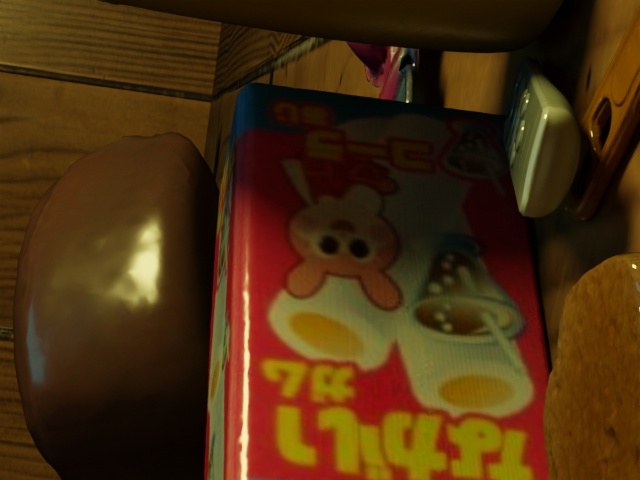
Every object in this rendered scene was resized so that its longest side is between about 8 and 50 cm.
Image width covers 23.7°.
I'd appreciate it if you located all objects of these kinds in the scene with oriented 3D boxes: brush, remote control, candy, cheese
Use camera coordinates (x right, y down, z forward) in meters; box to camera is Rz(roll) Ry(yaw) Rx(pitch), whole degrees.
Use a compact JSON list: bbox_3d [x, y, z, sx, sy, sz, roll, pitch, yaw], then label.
[{"bbox_3d":[0.149,-0.116,0.608,0.314,0.017,0.090,107,167,-48],"label":"brush"},{"bbox_3d":[0.106,-0.052,0.732,0.184,0.027,0.050,-76,-2,-75],"label":"remote control"},{"bbox_3d":[0.026,0.062,0.767,0.100,0.157,0.306,106,167,-46],"label":"candy"},{"bbox_3d":[0.052,-0.158,1.076,0.155,0.062,0.244,108,165,-52],"label":"cheese"}]

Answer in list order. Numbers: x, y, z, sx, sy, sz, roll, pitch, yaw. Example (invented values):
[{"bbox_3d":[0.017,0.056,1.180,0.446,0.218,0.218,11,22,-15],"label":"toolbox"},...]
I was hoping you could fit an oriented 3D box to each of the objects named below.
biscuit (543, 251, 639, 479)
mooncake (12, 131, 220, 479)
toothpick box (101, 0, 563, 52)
[{"bbox_3d":[0.113,0.150,0.527,0.186,0.044,0.295,142,134,-72],"label":"biscuit"},{"bbox_3d":[-0.125,0.082,1.225,0.326,0.174,0.334,-11,-96,-75],"label":"mooncake"},{"bbox_3d":[0.004,-0.187,0.772,0.175,0.271,0.175,-170,90,-75],"label":"toothpick box"}]
